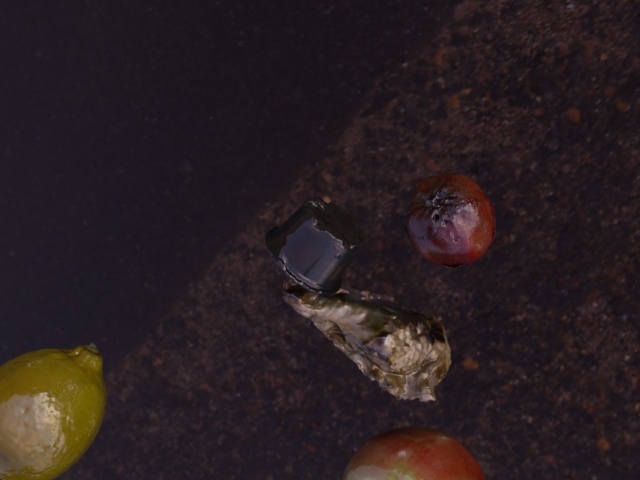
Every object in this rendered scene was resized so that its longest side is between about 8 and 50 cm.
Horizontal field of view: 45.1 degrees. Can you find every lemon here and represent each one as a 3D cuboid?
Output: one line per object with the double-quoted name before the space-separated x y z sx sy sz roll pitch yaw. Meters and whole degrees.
"lemon" -0.420 0.258 1.158 0.184 0.248 0.184 41 163 15

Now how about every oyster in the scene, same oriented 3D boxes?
"oyster" 0.085 0.151 1.371 0.337 0.197 0.133 24 115 1

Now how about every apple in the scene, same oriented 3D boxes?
"apple" 0.224 0.581 1.772 0.319 0.277 0.318 9 105 37

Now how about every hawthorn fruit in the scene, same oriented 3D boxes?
"hawthorn fruit" 0.271 -0.034 1.514 0.181 0.235 0.181 -11 70 32

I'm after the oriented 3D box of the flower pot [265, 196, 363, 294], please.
"flower pot" 0.000 0.000 1.296 0.157 0.157 0.107 44 114 10
